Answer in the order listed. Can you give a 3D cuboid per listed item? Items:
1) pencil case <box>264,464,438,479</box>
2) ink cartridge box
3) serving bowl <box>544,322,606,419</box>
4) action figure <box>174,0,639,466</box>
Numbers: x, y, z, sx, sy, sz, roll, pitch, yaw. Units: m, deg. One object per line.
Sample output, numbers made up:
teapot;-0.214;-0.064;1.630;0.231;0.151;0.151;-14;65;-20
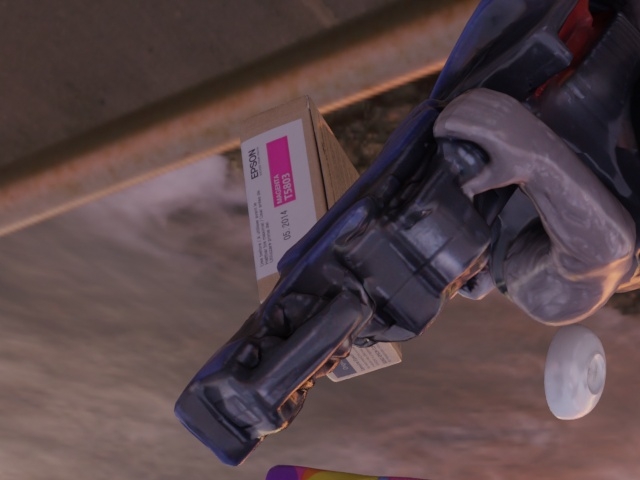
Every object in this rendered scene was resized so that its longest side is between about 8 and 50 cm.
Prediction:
pencil case;0.074;0.172;0.559;0.236;0.104;0.104;1;147;12
ink cartridge box;0.000;0.000;1.119;0.088;0.235;0.193;-19;143;15
serving bowl;0.220;0.111;0.905;0.027;0.083;0.083;2;153;40
action figure;0.123;-0.010;0.388;0.178;0.341;0.330;52;151;-17
